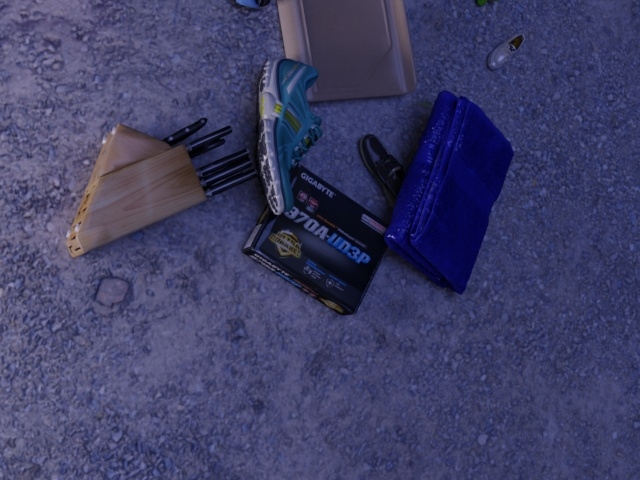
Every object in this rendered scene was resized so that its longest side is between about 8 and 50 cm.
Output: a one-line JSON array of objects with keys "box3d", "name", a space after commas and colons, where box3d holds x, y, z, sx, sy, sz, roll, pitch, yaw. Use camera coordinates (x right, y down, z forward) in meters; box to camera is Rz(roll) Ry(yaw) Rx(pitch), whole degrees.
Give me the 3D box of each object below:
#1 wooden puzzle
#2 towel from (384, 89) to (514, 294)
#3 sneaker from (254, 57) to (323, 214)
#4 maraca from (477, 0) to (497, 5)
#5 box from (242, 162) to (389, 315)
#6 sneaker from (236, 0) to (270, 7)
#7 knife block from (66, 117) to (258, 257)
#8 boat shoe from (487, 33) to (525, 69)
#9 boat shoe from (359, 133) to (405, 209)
[{"box3d": [0.046, -0.359, 1.644, 0.238, 0.044, 0.221, -9, 88, -22], "name": "wooden puzzle"}, {"box3d": [0.244, -0.084, 1.654, 0.227, 0.076, 0.308, 35, 70, -37], "name": "towel"}, {"box3d": [-0.049, -0.176, 1.509, 0.109, 0.107, 0.276, 5, 72, -10], "name": "sneaker"}, {"box3d": [0.331, -0.546, 1.773, 0.127, 0.099, 0.186, 24, 100, -16], "name": "maraca"}, {"box3d": [0.000, 0.000, 1.570, 0.220, 0.051, 0.175, 34, 70, -18], "name": "box"}, {"box3d": [-0.113, -0.485, 1.575, 0.078, 0.067, 0.188, 8, 78, -46], "name": "sneaker"}, {"box3d": [-0.237, -0.069, 1.444, 0.242, 0.088, 0.276, 23, 74, -21], "name": "knife block"}, {"box3d": [0.364, -0.369, 1.797, 0.100, 0.035, 0.035, -43, 103, -24], "name": "boat shoe"}, {"box3d": [0.124, -0.125, 1.645, 0.056, 0.049, 0.152, -37, 101, -26], "name": "boat shoe"}]
